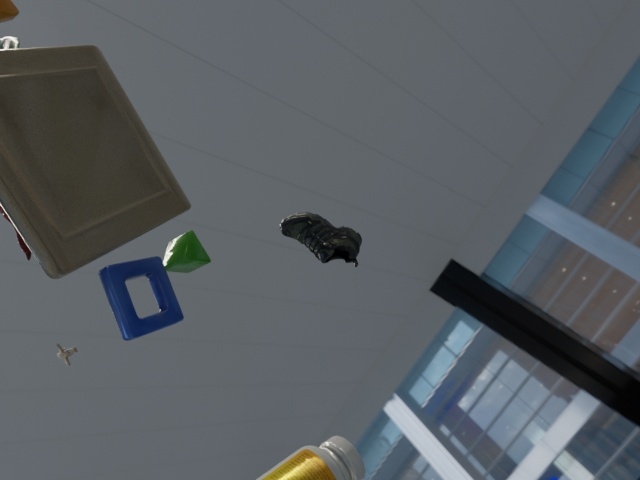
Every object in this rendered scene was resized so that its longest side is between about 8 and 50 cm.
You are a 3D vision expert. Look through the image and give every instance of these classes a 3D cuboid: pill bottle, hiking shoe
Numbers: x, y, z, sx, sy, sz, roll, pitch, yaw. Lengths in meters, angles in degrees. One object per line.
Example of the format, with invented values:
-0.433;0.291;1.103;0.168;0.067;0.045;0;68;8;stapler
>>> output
-0.031;0.398;0.799;0.208;0.118;0.117;-21;-46;-39;pill bottle
0.000;0.000;1.347;0.227;0.114;0.086;14;-50;-5;hiking shoe

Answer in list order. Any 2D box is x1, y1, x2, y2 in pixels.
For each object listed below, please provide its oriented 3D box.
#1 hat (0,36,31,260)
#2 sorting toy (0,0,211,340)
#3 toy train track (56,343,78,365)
-0.344;-0.105;0.609;0.183;0.209;0.172;41;-131;-45;hat
-0.217;-0.077;0.441;0.047;0.347;0.196;-24;11;25;sorting toy
-0.470;0.209;0.958;0.083;0.048;0.014;-23;6;42;toy train track
